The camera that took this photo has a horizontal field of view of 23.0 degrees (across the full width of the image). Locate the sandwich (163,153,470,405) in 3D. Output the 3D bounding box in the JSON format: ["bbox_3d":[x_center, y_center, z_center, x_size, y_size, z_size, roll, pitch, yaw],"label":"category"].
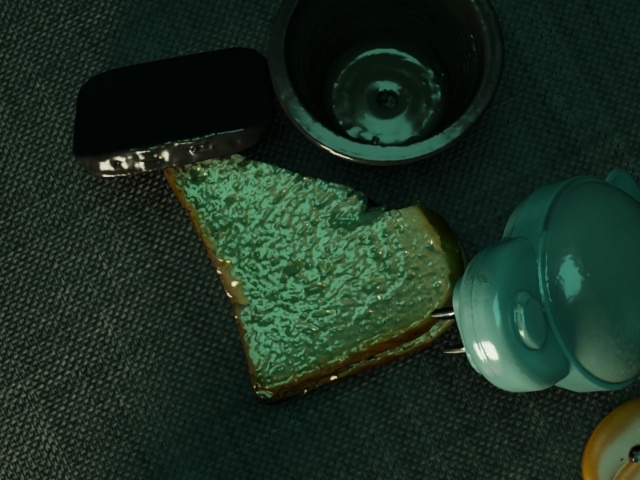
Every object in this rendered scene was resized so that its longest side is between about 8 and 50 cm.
[{"bbox_3d":[0.001,0.001,1.611,0.254,0.099,0.288,-27,75,4],"label":"sandwich"}]

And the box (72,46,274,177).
[{"bbox_3d":[-0.152,-0.137,1.635,0.212,0.042,0.201,-12,34,4],"label":"box"}]

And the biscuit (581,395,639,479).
[{"bbox_3d":[0.330,0.241,1.552,0.170,0.050,0.170,-1,76,5],"label":"biscuit"}]

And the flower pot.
[{"bbox_3d":[0.068,-0.167,1.619,0.235,0.148,0.235,-1,74,3],"label":"flower pot"}]

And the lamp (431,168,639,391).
[{"bbox_3d":[0.240,0.049,1.511,0.284,0.147,0.209,-19,93,-28],"label":"lamp"}]
